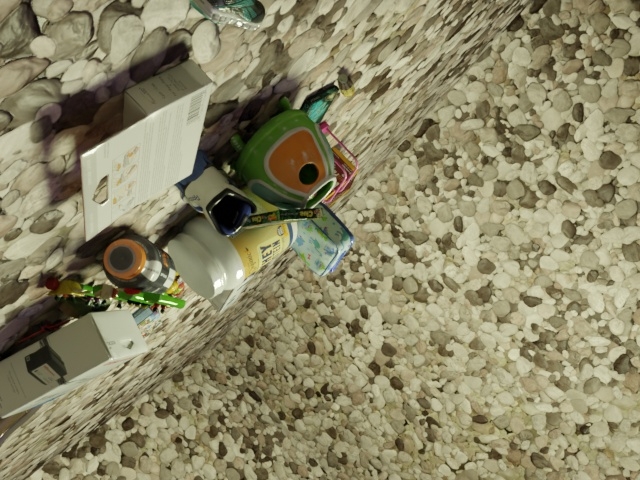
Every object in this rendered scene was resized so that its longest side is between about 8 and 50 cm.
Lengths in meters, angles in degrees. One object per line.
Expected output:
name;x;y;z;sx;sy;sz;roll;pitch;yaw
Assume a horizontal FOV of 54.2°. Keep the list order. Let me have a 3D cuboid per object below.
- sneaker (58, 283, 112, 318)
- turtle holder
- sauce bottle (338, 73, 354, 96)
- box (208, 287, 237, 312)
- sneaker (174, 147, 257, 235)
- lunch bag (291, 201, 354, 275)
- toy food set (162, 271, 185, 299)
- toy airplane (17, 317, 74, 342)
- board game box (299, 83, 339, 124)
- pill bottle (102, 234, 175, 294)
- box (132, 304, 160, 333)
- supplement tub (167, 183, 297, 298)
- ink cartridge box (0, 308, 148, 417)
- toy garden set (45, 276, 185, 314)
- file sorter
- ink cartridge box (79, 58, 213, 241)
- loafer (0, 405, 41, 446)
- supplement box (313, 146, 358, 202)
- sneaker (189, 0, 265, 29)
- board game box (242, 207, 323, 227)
sneaker;-0.567;0.142;1.541;0.086;0.064;0.192;-54;171;-3
turtle holder;-0.088;-0.176;1.581;0.243;0.227;0.320;-38;170;-34
sauce bottle;0.069;-0.429;1.723;0.042;0.042;0.128;-44;172;7
box;-0.337;0.116;2.168;0.087;0.169;0.290;-38;170;-36
sneaker;-0.240;-0.086;1.476;0.127;0.182;0.315;-41;173;-2
lunch bag;0.000;0.000;1.845;0.090;0.176;0.219;-38;169;-30
toy food set;-0.484;0.166;2.047;0.128;0.071;0.218;-40;172;-24
toy airplane;-0.654;0.211;1.522;0.151;0.028;0.151;-24;168;-6
board game box;-0.028;-0.345;1.739;0.126;0.026;0.186;-37;170;-37
pill bottle;-0.433;0.060;1.483;0.130;0.130;0.245;-42;173;-7
box;-0.625;0.297;2.143;0.159;0.044;0.233;-41;172;-20
supplement tub;-0.244;-0.003;1.753;0.316;0.228;0.228;-39;172;-32
ink cartridge box;-0.621;0.295;1.547;0.308;0.129;0.223;-28;173;5
toy garden set;-0.460;0.130;1.385;0.204;0.245;0.049;35;62;-67
file sorter;-0.052;-0.185;1.917;0.291;0.182;0.202;-38;171;-34
ink cartridge box;-0.325;-0.153;1.098;0.261;0.066;0.296;-39;171;-31
loafer;-0.886;0.484;1.611;0.366;0.134;0.130;-51;152;-16
supplement box;0.016;-0.212;2.327;0.191;0.129;0.194;-41;173;-16
sneaker;-0.124;-0.371;0.955;0.076;0.065;0.166;-51;171;27
board game box;-0.127;-0.050;1.530;0.136;0.030;0.260;-9;-179;-40
